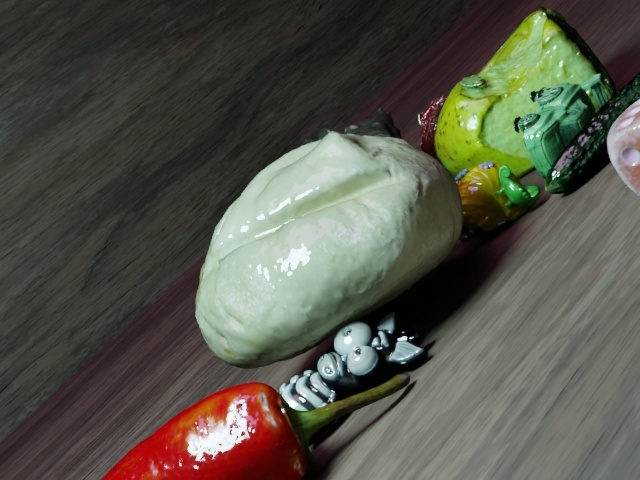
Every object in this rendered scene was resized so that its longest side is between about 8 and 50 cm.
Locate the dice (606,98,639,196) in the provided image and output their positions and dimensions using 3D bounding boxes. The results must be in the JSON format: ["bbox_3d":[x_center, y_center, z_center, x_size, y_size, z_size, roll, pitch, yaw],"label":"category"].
[{"bbox_3d":[0.345,-0.097,1.182,0.094,0.091,0.093,-28,15,46],"label":"dice"}]

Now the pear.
[{"bbox_3d":[0.274,-0.198,1.742,0.255,0.164,0.238,-38,11,9],"label":"pear"}]

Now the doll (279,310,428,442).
[{"bbox_3d":[0.017,0.154,1.314,0.219,0.067,0.091,-37,33,4],"label":"doll"}]

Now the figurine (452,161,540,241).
[{"bbox_3d":[0.199,-0.065,1.531,0.095,0.115,0.156,-54,16,-21],"label":"figurine"}]

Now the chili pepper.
[{"bbox_3d":[-0.077,0.212,1.212,0.338,0.131,0.134,-35,19,13],"label":"chili pepper"}]

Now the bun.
[{"bbox_3d":[0.000,0.000,1.457,0.365,0.219,0.365,-34,-6,-4],"label":"bun"}]

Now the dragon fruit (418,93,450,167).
[{"bbox_3d":[0.231,-0.206,2.109,0.162,0.106,0.083,-39,8,17],"label":"dragon fruit"}]

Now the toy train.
[{"bbox_3d":[0.316,-0.148,1.554,0.081,0.099,0.149,-11,28,38],"label":"toy train"}]

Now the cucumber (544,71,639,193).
[{"bbox_3d":[0.346,-0.131,1.467,0.214,0.052,0.058,-42,-10,-17],"label":"cucumber"}]

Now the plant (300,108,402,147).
[{"bbox_3d":[0.072,-0.101,1.985,0.188,0.199,0.276,-32,14,5],"label":"plant"}]
